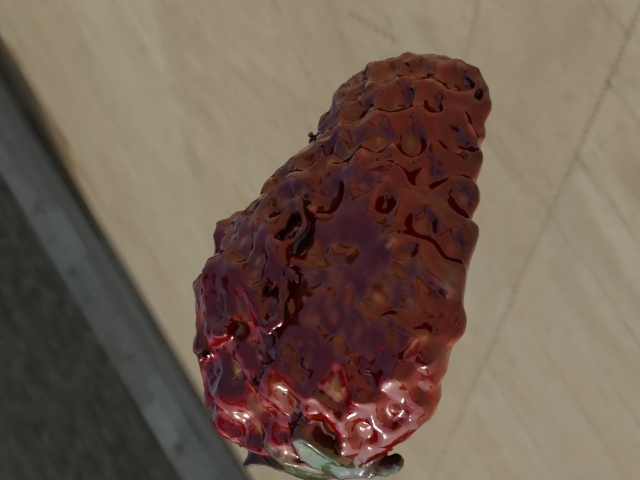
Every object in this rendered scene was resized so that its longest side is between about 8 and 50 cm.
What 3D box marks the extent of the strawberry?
[{"bbox_3d":[0.000,0.000,0.788,0.111,0.236,0.190,19,165,-17],"label":"strawberry"}]
